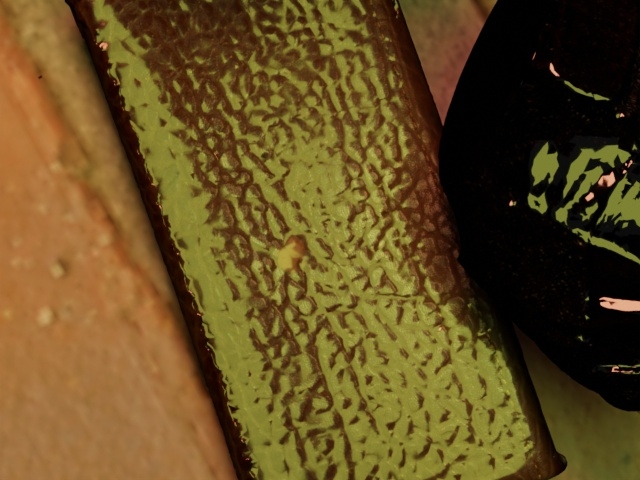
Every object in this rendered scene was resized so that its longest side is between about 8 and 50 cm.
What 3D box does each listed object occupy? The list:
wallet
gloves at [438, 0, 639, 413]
[{"bbox_3d":[0.000,0.000,0.551,0.132,0.039,0.243,-20,92,-18],"label":"wallet"},{"bbox_3d":[0.143,-0.006,0.554,0.203,0.124,0.164,26,70,-15],"label":"gloves"}]
